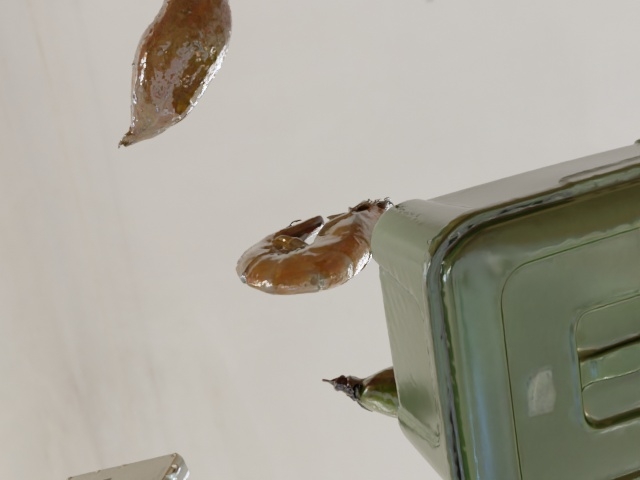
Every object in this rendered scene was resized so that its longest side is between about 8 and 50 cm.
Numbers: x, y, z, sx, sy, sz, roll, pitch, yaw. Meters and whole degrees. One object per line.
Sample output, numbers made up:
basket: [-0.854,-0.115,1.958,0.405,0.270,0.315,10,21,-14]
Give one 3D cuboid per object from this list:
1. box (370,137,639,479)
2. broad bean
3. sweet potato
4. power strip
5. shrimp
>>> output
box: [0.201,0.053,0.987,0.329,0.252,0.178,-15,-161,-21]
broad bean: [0.170,0.189,1.609,0.339,0.061,0.077,6,-129,15]
sweet potato: [-0.093,-0.169,1.009,0.068,0.226,0.068,19,170,4]
power strip: [-0.252,0.308,1.644,0.192,0.035,0.081,-15,-159,23]
shrimp: [0.001,0.004,1.336,0.133,0.053,0.236,-7,-162,32]
